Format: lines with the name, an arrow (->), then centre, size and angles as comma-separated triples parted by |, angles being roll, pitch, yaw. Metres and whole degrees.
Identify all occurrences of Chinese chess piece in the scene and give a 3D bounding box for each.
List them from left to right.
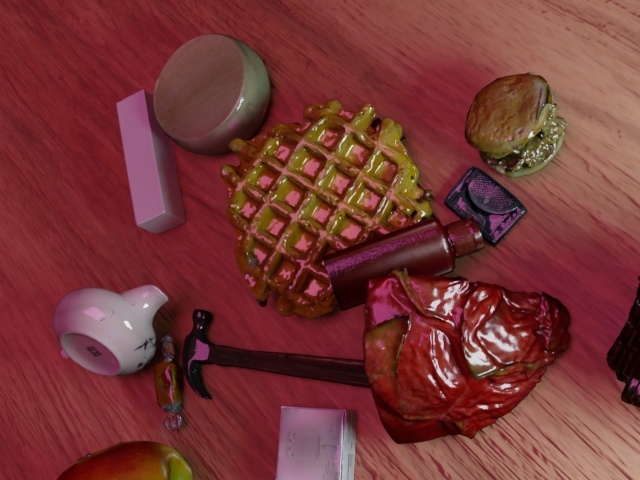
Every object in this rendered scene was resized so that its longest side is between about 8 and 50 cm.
Chinese chess piece -> -0.222, -0.298, 1.708 | 0.250, 0.101, 0.250 | -8, 73, 26

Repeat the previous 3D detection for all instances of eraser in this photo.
eraser -> -0.359, -0.168, 1.761 | 0.078, 0.076, 0.298 | -23, 67, 20

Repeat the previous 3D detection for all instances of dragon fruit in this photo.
dragon fruit -> 0.226, 0.136, 1.327 | 0.330, 0.302, 0.240 | -16, 36, 7

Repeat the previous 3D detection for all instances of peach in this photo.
peach -> -0.389, 0.551, 1.458 | 0.380, 0.306, 0.242 | -40, 55, 7

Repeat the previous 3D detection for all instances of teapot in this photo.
teapot -> -0.432, 0.172, 1.650 | 0.300, 0.208, 0.166 | -8, 51, 46

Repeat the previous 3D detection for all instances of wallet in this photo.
wallet -> 0.278, -0.061, 1.420 | 0.088, 0.026, 0.129 | -50, 60, 8

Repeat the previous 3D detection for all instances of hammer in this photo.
hammer -> -0.068, 0.221, 1.517 | 0.440, 0.044, 0.168 | 1, 76, 29

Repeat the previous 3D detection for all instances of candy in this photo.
candy -> -0.294, 0.277, 1.623 | 0.053, 0.046, 0.182 | -12, 76, 22

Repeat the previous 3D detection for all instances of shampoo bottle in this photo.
shampoo bottle -> 0.140, 0.029, 1.388 | 0.260, 0.064, 0.102 | -20, 103, 4

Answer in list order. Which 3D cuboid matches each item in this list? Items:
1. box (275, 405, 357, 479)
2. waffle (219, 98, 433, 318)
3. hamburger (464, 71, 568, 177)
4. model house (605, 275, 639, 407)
box -> -0.008, 0.356, 1.445 | 0.129, 0.051, 0.130 | -3, 74, 28
waffle -> 0.007, -0.060, 1.499 | 0.380, 0.095, 0.382 | -19, 78, 10
hamburger -> 0.324, -0.197, 1.380 | 0.159, 0.131, 0.185 | 9, 74, 38
model house -> 0.560, 0.131, 1.068 | 0.317, 0.282, 0.297 | 28, 90, 32
